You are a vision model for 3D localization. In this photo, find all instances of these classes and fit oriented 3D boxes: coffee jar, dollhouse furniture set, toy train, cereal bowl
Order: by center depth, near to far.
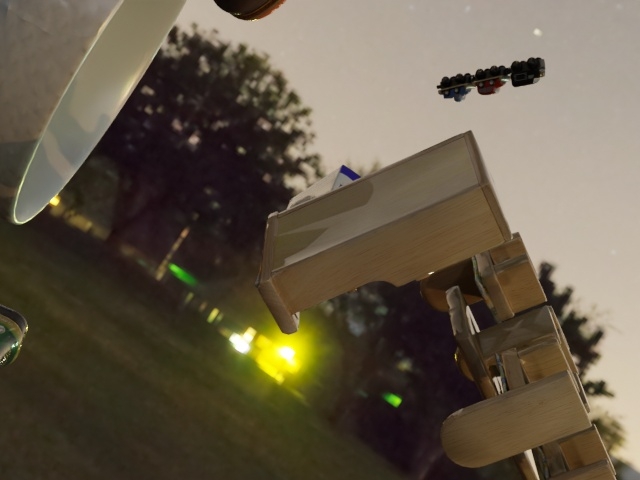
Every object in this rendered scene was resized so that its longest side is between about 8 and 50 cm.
[{"bbox_3d":[0.083,0.072,0.755,0.212,0.161,0.242,-88,153,-64],"label":"dollhouse furniture set"},{"bbox_3d":[-0.228,-0.187,0.916,0.141,0.339,0.339,32,-4,-5],"label":"cereal bowl"},{"bbox_3d":[0.217,-0.203,1.364,0.158,0.036,0.027,-6,4,41],"label":"toy train"},{"bbox_3d":[-0.453,0.149,1.376,0.096,0.079,0.184,22,27,0],"label":"coffee jar"}]

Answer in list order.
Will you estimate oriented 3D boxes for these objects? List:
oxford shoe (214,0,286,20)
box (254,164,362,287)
[{"bbox_3d":[-0.036,-0.253,0.697,0.097,0.098,0.271,53,-41,22],"label":"oxford shoe"},{"bbox_3d":[0.000,0.000,1.271,0.072,0.137,0.126,33,-33,-19],"label":"box"}]
